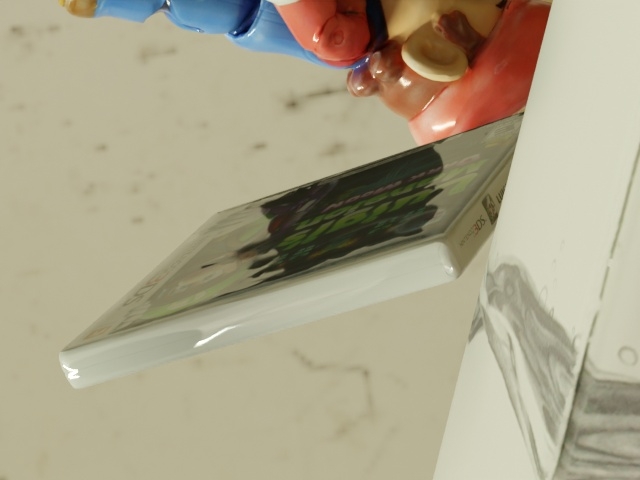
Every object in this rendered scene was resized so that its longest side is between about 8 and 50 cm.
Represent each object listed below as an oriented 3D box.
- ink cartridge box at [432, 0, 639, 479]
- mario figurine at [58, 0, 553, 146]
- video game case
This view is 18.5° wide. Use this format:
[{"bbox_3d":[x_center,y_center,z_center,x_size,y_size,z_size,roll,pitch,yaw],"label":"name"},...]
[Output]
[{"bbox_3d":[0.138,0.021,0.396,0.117,0.207,0.283,-104,27,-76],"label":"ink cartridge box"},{"bbox_3d":[0.009,-0.171,1.224,0.198,0.320,0.170,-86,13,-48],"label":"mario figurine"},{"bbox_3d":[0.000,0.000,0.869,0.022,0.190,0.173,66,-152,-13],"label":"video game case"}]
